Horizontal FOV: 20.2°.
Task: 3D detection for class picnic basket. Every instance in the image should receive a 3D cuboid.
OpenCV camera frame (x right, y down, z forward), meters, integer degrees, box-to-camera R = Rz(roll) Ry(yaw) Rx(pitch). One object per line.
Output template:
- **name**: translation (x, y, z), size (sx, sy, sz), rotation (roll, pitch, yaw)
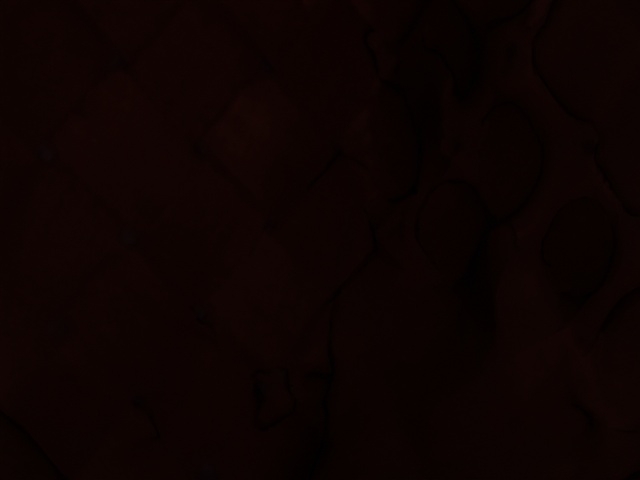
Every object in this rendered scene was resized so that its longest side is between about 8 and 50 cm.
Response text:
- **picnic basket**: translation (0.005, -0.011, 0.314), size (0.291, 0.254, 0.321), rotation (-6, -174, -36)
